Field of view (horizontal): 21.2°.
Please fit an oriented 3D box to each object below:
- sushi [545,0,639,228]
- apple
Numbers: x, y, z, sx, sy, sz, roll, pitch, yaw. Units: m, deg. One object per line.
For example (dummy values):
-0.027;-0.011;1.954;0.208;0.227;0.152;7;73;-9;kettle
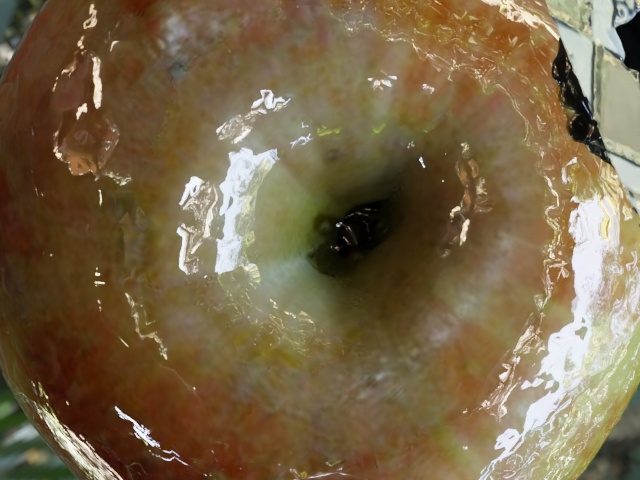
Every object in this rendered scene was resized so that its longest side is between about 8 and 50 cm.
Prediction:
0.104;-0.019;0.427;0.126;0.120;0.026;-21;177;-42;sushi
0.000;0.000;0.729;0.301;0.301;0.301;-31;165;-9;apple
